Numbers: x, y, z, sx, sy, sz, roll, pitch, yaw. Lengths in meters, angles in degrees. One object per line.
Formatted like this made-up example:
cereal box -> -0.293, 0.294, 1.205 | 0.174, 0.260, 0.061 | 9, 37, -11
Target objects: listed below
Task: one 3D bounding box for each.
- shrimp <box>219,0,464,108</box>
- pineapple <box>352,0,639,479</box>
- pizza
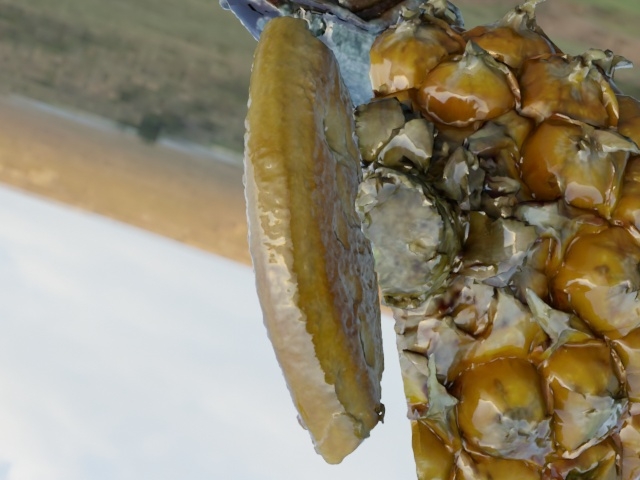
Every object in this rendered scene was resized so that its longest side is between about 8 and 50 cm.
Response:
shrimp -> 0.069, -0.164, 1.463 | 0.410, 0.166, 0.221 | 39, 145, -8
pineapple -> 0.134, 0.006, 0.902 | 0.209, 0.344, 0.286 | -9, 164, 5
pizza -> -0.003, -0.004, 1.084 | 0.056, 0.271, 0.134 | -11, -179, 20
